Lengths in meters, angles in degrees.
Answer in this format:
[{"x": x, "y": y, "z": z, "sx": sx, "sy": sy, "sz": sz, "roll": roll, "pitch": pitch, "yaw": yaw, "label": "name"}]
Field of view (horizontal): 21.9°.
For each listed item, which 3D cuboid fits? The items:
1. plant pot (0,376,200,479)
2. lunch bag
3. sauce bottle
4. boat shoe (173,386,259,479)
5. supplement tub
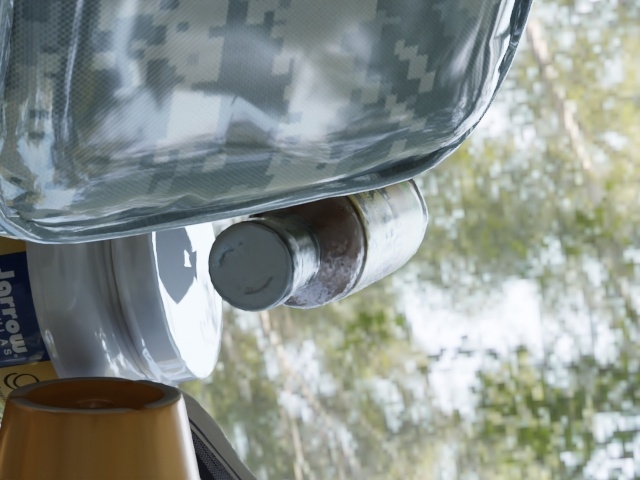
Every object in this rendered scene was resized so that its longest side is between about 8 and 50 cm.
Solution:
[{"x": -0.165, "y": 0.204, "z": 1.220, "sx": 0.205, "sy": 0.188, "sz": 0.205, "roll": 2, "pitch": -173, "yaw": 0, "label": "plant pot"}, {"x": -0.066, "y": -0.187, "z": 0.467, "sx": 0.212, "sy": 0.305, "sz": 0.256, "roll": -15, "pitch": -144, "yaw": -42, "label": "lunch bag"}, {"x": 0.000, "y": 0.000, "z": 1.395, "sx": 0.111, "sy": 0.111, "sz": 0.344, "roll": 0, "pitch": -171, "yaw": 18, "label": "sauce bottle"}, {"x": -0.168, "y": 0.273, "z": 1.777, "sx": 0.158, "sy": 0.127, "sz": 0.340, "roll": -11, "pitch": -143, "yaw": -41, "label": "boat shoe"}, {"x": -0.258, "y": 0.041, "z": 1.369, "sx": 0.316, "sy": 0.228, "sz": 0.228, "roll": -9, "pitch": -155, "yaw": 12, "label": "supplement tub"}]
